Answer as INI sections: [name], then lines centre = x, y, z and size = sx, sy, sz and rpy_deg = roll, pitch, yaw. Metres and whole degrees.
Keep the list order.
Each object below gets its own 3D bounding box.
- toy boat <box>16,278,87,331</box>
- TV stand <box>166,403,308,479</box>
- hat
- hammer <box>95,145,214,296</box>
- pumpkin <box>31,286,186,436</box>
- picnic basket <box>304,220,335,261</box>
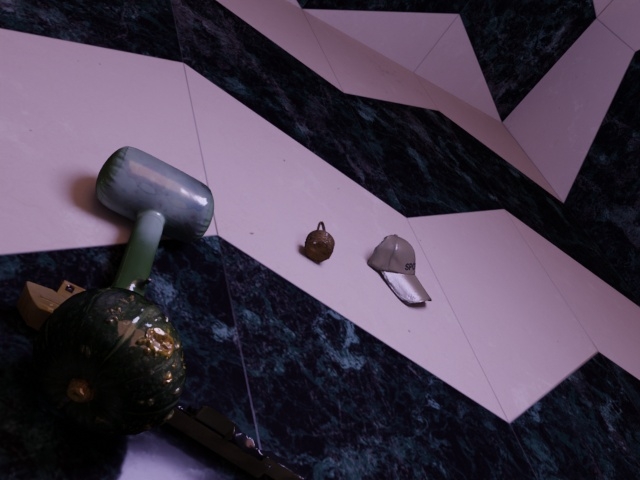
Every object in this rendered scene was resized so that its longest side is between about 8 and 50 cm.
[toy boat]
centre = -0.317, 0.115, 0.906
size = 0.200, 0.057, 0.077
rpy_deg = 30, 24, -15
[TV stand]
centre = -0.129, 0.277, 0.916
size = 0.249, 0.036, 0.042
rpy_deg = 35, 28, -9
[hat]
centre = 0.213, 0.069, 1.554
size = 0.147, 0.085, 0.175
rpy_deg = -5, 50, -53
[hammer]
centre = -0.288, -0.005, 1.067
size = 0.206, 0.119, 0.336
rpy_deg = 25, 38, -21
[pumpkin]
centre = -0.255, 0.149, 0.800
size = 0.190, 0.190, 0.146
rpy_deg = 30, 24, -18
[picnic basket]
centre = 0.000, 0.000, 1.420
size = 0.072, 0.072, 0.083
rpy_deg = 32, 39, -14
